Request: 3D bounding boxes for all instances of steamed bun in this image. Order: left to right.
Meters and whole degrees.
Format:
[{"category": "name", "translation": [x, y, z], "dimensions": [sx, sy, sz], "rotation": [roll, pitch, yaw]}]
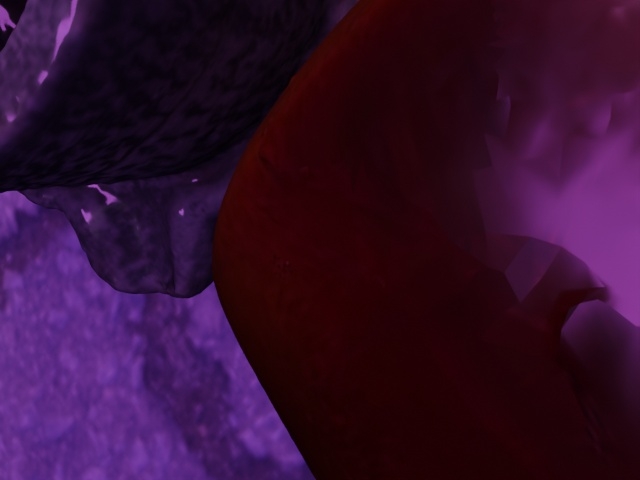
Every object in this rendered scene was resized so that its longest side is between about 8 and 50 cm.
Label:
[{"category": "steamed bun", "translation": [0.123, -0.012, 0.444], "dimensions": [0.379, 0.248, 0.235], "rotation": [-41, 72, 30]}]

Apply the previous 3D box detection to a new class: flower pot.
[{"category": "flower pot", "translation": [-0.100, -0.119, 0.561], "dimensions": [0.299, 0.283, 0.299], "rotation": [4, 97, 28]}]
